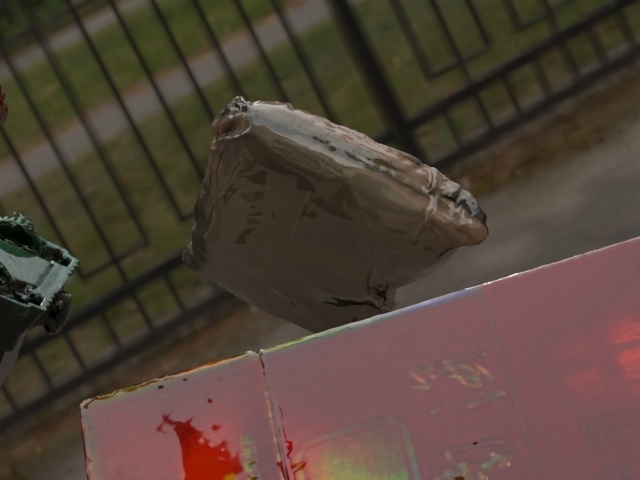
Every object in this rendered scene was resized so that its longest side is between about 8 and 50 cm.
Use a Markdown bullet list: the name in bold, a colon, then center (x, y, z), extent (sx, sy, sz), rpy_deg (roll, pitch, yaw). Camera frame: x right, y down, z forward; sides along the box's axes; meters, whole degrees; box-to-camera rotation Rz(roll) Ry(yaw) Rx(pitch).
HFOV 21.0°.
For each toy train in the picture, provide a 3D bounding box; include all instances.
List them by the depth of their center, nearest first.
- **toy train**: center (-0.403, 0.033, 1.659), extent (0.138, 0.330, 0.178), rpy_deg (-67, 1, -63)

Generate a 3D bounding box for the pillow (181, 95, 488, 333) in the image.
- **pillow**: center (0.000, 0.000, 1.077), extent (0.067, 0.173, 0.270), rpy_deg (-61, -3, -23)

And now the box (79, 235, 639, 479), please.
- **box**: center (0.058, 0.128, 0.783), extent (0.313, 0.089, 0.197), rpy_deg (-17, 54, 4)

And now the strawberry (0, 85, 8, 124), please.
- **strawberry**: center (-0.345, -0.080, 1.134), extent (0.261, 0.257, 0.261), rpy_deg (-33, -4, -2)
